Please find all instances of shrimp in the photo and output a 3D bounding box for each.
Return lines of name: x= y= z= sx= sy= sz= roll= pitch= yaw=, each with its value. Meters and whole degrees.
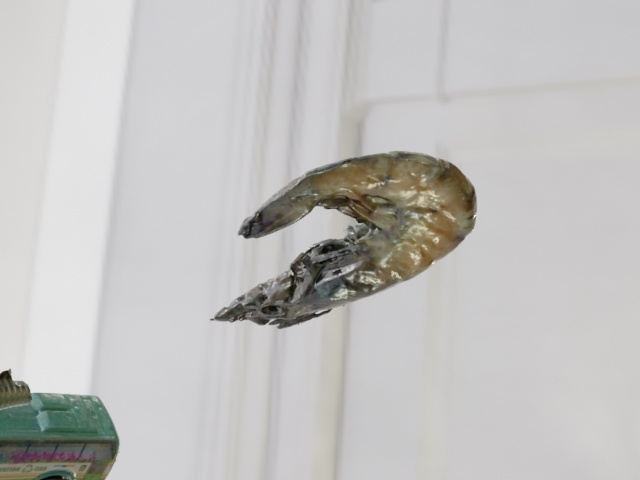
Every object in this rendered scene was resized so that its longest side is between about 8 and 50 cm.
shrimp: x=0.000 y=0.000 z=1.539 sx=0.233 sy=0.365 sz=0.071 roll=37 pitch=-143 yaw=-44

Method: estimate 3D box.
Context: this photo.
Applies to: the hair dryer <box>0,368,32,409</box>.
hair dryer: x=-0.291 y=0.145 z=0.744 sx=0.225 sy=0.088 sz=0.219 roll=23 pitch=-80 yaw=-49

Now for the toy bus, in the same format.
toy bus: x=-0.331 y=0.210 z=1.428 sx=0.262 sy=0.109 sz=0.091 roll=7 pitch=-142 yaw=-42
